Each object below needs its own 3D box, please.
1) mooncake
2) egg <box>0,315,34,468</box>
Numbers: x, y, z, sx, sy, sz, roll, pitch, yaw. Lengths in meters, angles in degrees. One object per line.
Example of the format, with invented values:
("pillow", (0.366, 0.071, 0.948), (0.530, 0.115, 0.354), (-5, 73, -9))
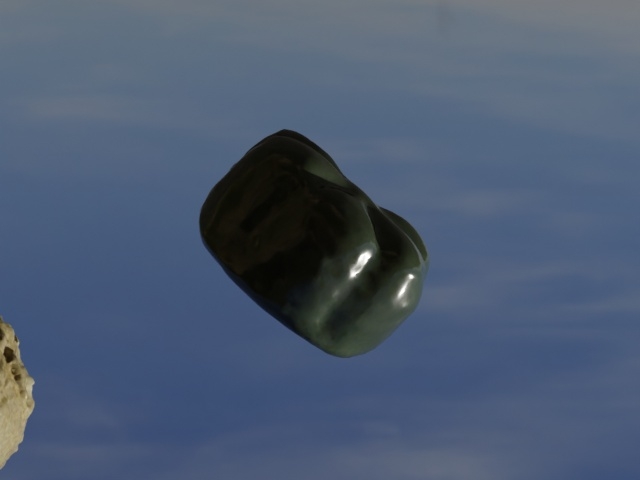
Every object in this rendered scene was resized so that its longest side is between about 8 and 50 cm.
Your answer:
("mooncake", (0.000, 0.000, 1.410), (0.175, 0.104, 0.168), (29, -165, -40))
("egg", (-0.233, 0.092, 1.160), (0.118, 0.140, 0.116), (6, -163, 35))
